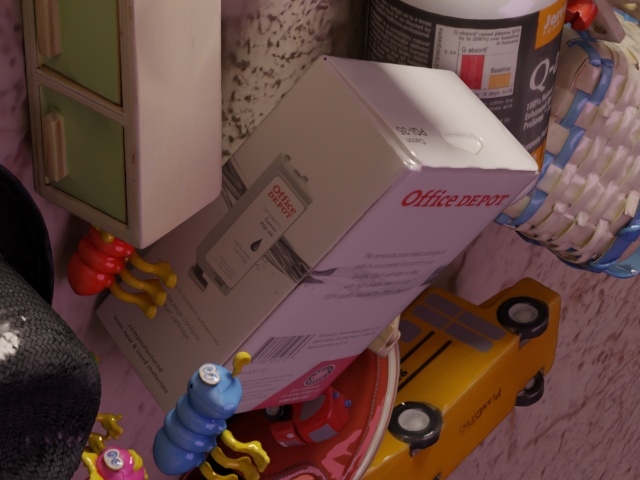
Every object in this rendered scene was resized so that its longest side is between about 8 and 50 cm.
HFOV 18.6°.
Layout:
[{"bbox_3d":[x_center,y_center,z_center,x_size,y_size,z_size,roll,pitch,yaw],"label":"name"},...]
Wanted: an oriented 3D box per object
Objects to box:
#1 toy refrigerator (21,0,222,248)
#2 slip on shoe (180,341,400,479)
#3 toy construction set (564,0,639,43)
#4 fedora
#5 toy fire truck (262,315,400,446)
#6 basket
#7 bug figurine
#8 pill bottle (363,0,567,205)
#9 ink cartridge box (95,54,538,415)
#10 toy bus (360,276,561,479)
[{"bbox_3d":[-0.131,-0.135,1.270,0.094,0.102,0.269,-38,144,-39],"label":"toy refrigerator"},{"bbox_3d":[-0.044,0.194,1.687,0.331,0.123,0.101,-54,147,-8],"label":"slip on shoe"},{"bbox_3d":[0.244,-0.340,1.680,0.215,0.151,0.328,64,42,-58],"label":"toy construction set"},{"bbox_3d":[-0.248,0.099,1.219,0.334,0.152,0.334,-40,144,-37],"label":"fedora"},{"bbox_3d":[0.018,0.071,1.640,0.047,0.135,0.192,41,41,-60],"label":"toy fire truck"},{"bbox_3d":[0.267,-0.098,1.822,0.289,0.201,0.255,19,109,-36],"label":"basket"},{"bbox_3d":[-0.137,0.098,1.348,0.072,0.279,0.216,12,119,-35],"label":"bug figurine"},{"bbox_3d":[0.117,-0.172,1.591,0.162,0.162,0.278,-35,142,-41],"label":"pill bottle"},{"bbox_3d":[0.000,0.000,1.478,0.283,0.117,0.207,-47,158,24],"label":"ink cartridge box"},{"bbox_3d":[0.094,0.153,1.860,0.332,0.130,0.108,-41,144,-36],"label":"toy bus"}]
